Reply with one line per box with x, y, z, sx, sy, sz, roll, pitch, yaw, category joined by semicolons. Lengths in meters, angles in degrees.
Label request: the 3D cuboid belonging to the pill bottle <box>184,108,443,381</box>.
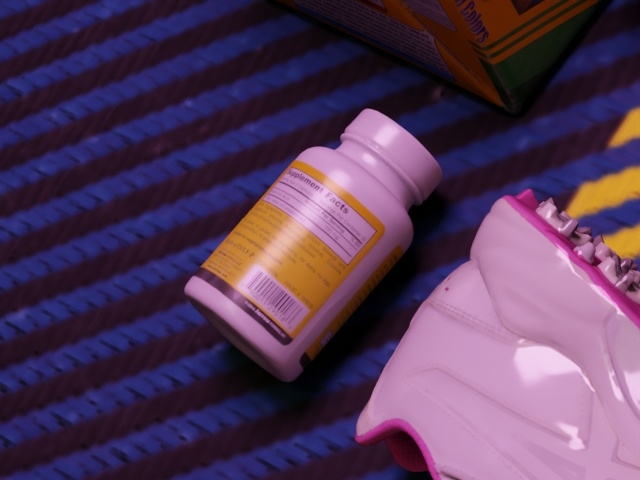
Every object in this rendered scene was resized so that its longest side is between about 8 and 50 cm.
0.000;0.000;0.867;0.065;0.065;0.116;35;78;37;pill bottle

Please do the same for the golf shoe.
0.122;0.115;0.721;0.140;0.115;0.306;-45;45;8;golf shoe

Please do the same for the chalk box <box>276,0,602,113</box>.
0.083;-0.242;0.909;0.180;0.179;0.289;31;76;37;chalk box
